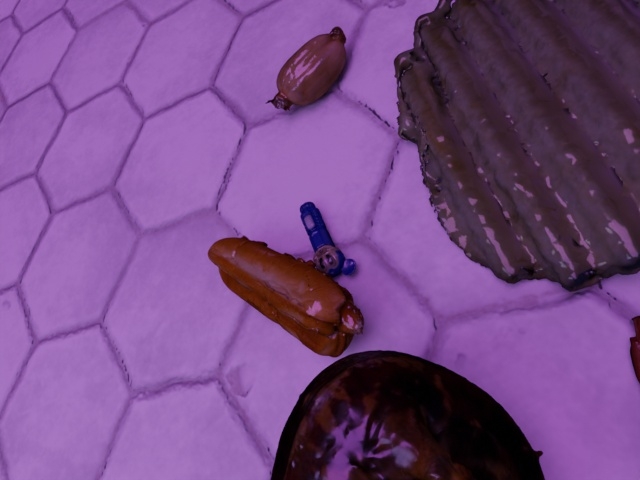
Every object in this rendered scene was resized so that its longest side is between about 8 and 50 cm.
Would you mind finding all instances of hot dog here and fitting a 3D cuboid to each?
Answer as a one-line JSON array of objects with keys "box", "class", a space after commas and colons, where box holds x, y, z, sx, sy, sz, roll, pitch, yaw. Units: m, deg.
[{"box": [-0.039, 0.055, 0.565, 0.249, 0.102, 0.076, 25, 53, 40], "class": "hot dog"}]

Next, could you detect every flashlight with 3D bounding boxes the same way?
[{"box": [0.000, 0.000, 0.599, 0.057, 0.035, 0.121, -32, 59, 16], "class": "flashlight"}]

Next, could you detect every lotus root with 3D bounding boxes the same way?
[{"box": [-0.016, -0.243, 0.693, 0.073, 0.062, 0.150, 45, 95, 11], "class": "lotus root"}]

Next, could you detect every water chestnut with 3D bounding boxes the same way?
[{"box": [0.067, 0.200, 0.369, 0.224, 0.238, 0.223, 5, 74, -18], "class": "water chestnut"}]

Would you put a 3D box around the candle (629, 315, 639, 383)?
[{"box": [0.286, 0.147, 0.401, 0.026, 0.021, 0.167, -22, 59, 48], "class": "candle"}]

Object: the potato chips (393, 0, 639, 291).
[{"box": [0.263, -0.164, 0.517, 0.359, 0.070, 0.428, -26, 59, 19], "class": "potato chips"}]
